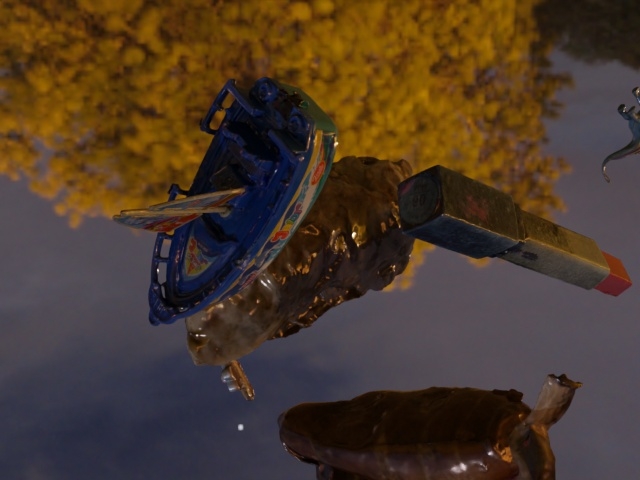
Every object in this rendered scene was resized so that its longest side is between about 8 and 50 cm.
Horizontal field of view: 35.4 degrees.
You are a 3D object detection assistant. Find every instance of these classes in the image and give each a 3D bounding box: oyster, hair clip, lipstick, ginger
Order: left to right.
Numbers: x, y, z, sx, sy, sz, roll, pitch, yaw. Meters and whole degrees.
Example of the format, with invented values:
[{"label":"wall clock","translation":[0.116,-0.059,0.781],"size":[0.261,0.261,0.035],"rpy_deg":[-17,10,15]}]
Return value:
[{"label":"hair clip","translation":[-0.162,0.157,1.580],"size":[0.056,0.214,0.062],"rpy_deg":[-17,-179,12]},{"label":"oyster","translation":[0.003,0.004,1.021],"size":[0.110,0.166,0.341],"rpy_deg":[19,-149,41]},{"label":"ginger","translation":[0.150,0.335,1.514],"size":[0.418,0.254,0.176],"rpy_deg":[-12,-153,28]},{"label":"lipstick","translation":[0.196,0.000,0.927],"size":[0.312,0.051,0.051],"rpy_deg":[17,147,-39]}]

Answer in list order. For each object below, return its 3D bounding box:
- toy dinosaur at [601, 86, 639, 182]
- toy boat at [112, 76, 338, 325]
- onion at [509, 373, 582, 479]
[{"label":"toy dinosaur","translation":[0.466,-0.171,1.443],"size":[0.080,0.197,0.045],"rpy_deg":[37,-176,-21]},{"label":"toy boat","translation":[-0.074,-0.017,0.587],"size":[0.110,0.175,0.091],"rpy_deg":[3,-143,-45]},{"label":"onion","translation":[0.152,0.293,0.654],"size":[0.230,0.256,0.272],"rpy_deg":[-33,-146,34]}]
